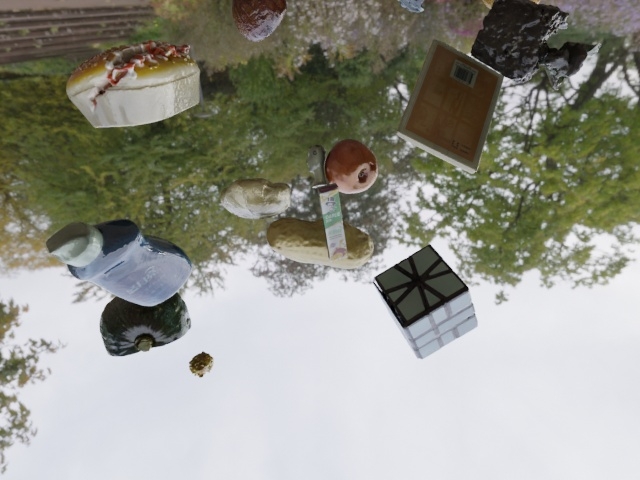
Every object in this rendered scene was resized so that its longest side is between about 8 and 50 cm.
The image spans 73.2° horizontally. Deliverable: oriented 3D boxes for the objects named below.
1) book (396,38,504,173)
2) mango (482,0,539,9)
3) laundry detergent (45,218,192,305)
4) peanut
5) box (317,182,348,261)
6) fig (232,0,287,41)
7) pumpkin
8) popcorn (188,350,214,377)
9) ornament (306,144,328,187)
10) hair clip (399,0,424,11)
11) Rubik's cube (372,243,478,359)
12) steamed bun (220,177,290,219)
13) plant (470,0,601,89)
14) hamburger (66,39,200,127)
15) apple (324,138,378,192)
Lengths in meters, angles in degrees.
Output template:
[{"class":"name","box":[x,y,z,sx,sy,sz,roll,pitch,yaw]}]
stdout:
[{"class":"book","box":[0.258,-0.265,0.836,0.170,0.018,0.242,26,-110,-5]},{"class":"mango","box":[0.579,-0.750,1.322,0.183,0.102,0.085,15,-153,9]},{"class":"laundry detergent","box":[-0.364,0.038,0.801,0.143,0.290,0.094,-39,-112,0]},{"class":"peanut","box":[0.000,0.000,1.249,0.318,0.148,0.148,9,-154,-13]},{"class":"box","box":[0.031,-0.042,1.072,0.049,0.207,0.041,-14,-147,-6]},{"class":"fig","box":[-0.184,-0.618,1.086,0.146,0.201,0.134,-40,-153,6]},{"class":"pumpkin","box":[-0.616,0.258,1.493,0.292,0.197,0.263,-17,-168,-17]},{"class":"popcorn","box":[-0.389,0.407,1.408,0.082,0.057,0.083,-13,-132,10]},{"class":"ornament","box":[-0.012,-0.277,1.599,0.080,0.156,0.075,-7,180,0]},{"class":"hair clip","box":[0.202,-0.770,1.209,0.310,0.194,0.206,-15,-112,-50]},{"class":"Rubik's cube","box":[0.414,0.245,1.704,0.293,0.283,0.289,-31,-136,3]},{"class":"steamed bun","box":[-0.186,-0.120,1.307,0.212,0.111,0.231,-5,179,-21]},{"class":"plant","box":[0.389,-0.357,0.785,0.203,0.131,0.142,32,-145,8]},{"class":"hamburger","box":[-0.386,-0.337,0.915,0.226,0.152,0.295,-4,-149,16]},{"class":"apple","box":[0.119,-0.266,1.580,0.201,0.201,0.162,-23,-137,-30]}]
